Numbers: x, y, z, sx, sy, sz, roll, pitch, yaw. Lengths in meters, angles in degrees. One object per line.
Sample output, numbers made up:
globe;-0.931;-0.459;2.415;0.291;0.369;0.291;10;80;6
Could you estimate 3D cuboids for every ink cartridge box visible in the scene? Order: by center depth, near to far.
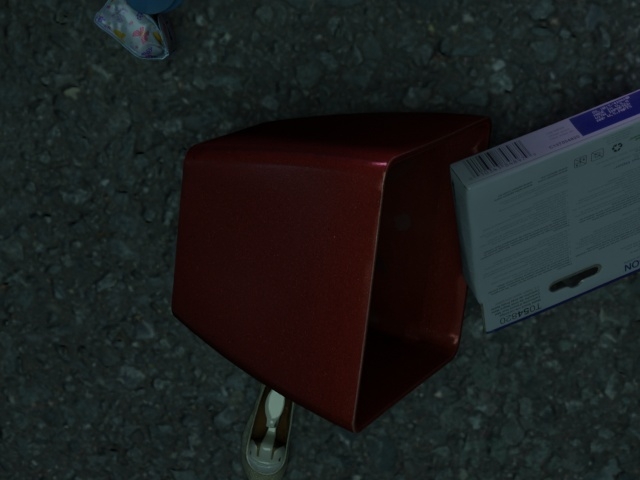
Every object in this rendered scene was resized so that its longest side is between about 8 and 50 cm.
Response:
ink cartridge box;0.246;-0.027;1.534;0.223;0.045;0.224;-21;136;-9

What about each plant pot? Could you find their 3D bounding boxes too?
plant pot;0.000;0.000;1.514;0.236;0.267;0.267;15;109;23

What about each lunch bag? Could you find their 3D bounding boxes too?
lunch bag;-0.184;-0.220;1.560;0.083;0.071;0.053;42;102;-5

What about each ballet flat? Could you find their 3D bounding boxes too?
ballet flat;-0.059;0.209;1.686;0.057;0.052;0.168;10;108;3

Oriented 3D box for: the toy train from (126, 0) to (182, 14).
toy train;-0.119;-0.337;1.469;0.105;0.143;0.248;32;109;-29
